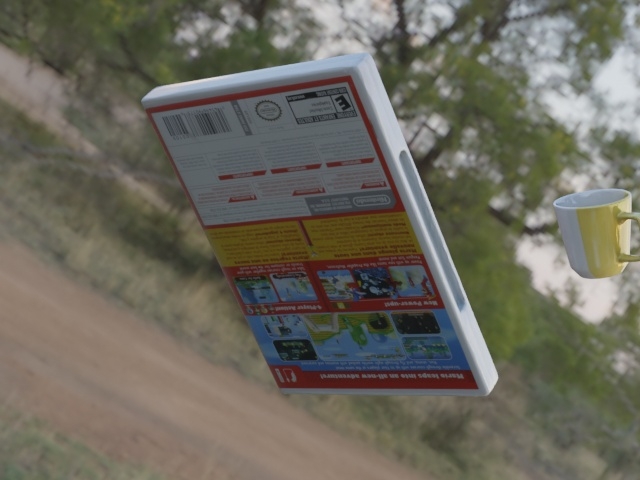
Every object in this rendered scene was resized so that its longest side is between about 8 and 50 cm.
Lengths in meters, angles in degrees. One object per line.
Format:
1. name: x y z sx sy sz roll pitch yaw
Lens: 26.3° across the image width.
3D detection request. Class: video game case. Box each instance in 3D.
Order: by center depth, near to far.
1. video game case: 0.000 0.000 1.044 0.204 0.025 0.285 -4 -59 36

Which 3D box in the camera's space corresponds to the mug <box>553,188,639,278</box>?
1. mug: 0.224 -0.002 1.101 0.078 0.062 0.064 -118 -162 -77
